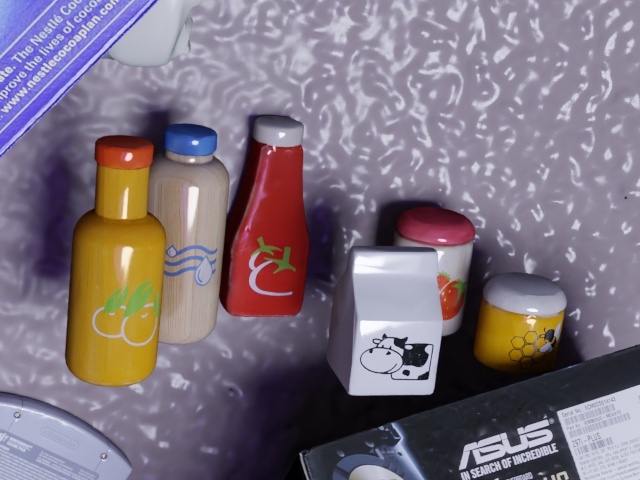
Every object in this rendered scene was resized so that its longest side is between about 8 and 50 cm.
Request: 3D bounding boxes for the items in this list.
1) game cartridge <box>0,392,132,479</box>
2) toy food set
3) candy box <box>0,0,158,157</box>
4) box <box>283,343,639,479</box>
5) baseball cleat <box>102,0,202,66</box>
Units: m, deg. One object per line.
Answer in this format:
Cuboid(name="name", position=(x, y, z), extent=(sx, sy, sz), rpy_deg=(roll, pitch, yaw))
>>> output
Cuboid(name="game cartridge", position=(-0.138, 0.109, 0.788), extent=(0.083, 0.017, 0.056), rpy_deg=(30, 103, -22))
Cuboid(name="toy food set", position=(0.000, 0.000, 0.731), extent=(0.232, 0.111, 0.104), rpy_deg=(1, 109, -15))
Cuboid(name="candy box", position=(-0.236, -0.140, 0.552), extent=(0.268, 0.122, 0.317), rpy_deg=(-41, 124, 17))
Cuboid(name="box", position=(0.080, 0.118, 0.769), extent=(0.180, 0.147, 0.077), rpy_deg=(-16, 78, -8))
Cuboid(name="baseball cleat", position=(-0.079, -0.176, 0.670), extent=(0.109, 0.072, 0.205), rpy_deg=(12, 103, -12))
